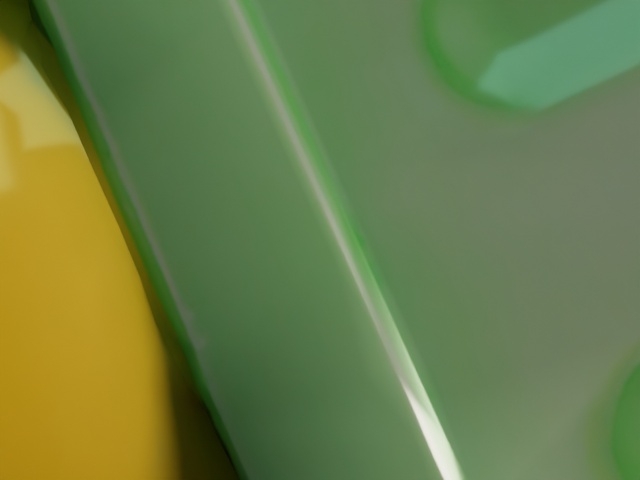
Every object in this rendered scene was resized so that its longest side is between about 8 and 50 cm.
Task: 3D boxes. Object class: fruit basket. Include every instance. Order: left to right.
[{"bbox_3d":[0.000,0.000,0.454,0.392,0.392,0.283,-7,-2,28],"label":"fruit basket"}]
